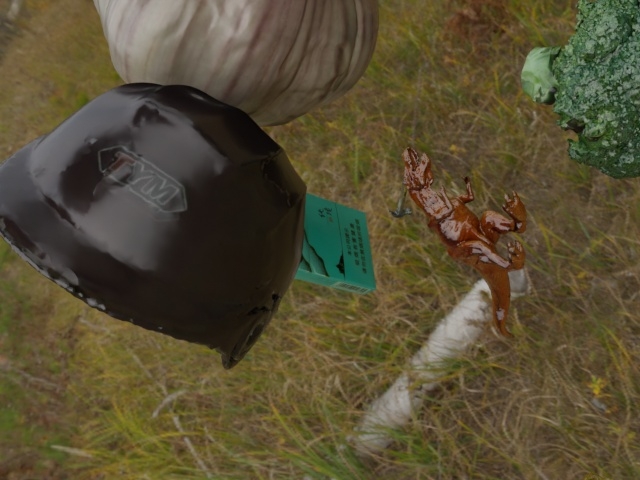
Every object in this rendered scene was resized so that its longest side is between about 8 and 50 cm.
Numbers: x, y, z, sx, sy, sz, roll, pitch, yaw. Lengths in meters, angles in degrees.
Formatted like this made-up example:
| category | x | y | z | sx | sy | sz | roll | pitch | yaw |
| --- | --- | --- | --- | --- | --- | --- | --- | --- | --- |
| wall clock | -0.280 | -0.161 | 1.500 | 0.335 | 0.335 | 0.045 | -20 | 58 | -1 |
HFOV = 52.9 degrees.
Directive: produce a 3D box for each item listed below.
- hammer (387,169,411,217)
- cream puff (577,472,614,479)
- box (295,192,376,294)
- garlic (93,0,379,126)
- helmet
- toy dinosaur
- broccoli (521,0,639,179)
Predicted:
| category | x | y | z | sx | sy | sz | roll | pitch | yaw |
| --- | --- | --- | --- | --- | --- | --- | --- | --- | --- |
| hammer | 0.195 | -0.124 | 1.507 | 0.182 | 0.062 | 0.017 | 94 | 153 | -42 |
| cream puff | 0.351 | 0.344 | 0.825 | 0.083 | 0.083 | 0.058 | 50 | 145 | 43 |
| box | 0.000 | 0.000 | 1.137 | 0.042 | 0.226 | 0.161 | -31 | 55 | 39 |
| garlic | -0.079 | -0.261 | 0.672 | 0.259 | 0.317 | 0.318 | -49 | 38 | 44 |
| helmet | -0.107 | -0.030 | 0.518 | 0.177 | 0.225 | 0.305 | -53 | 0 | -6 |
| toy dinosaur | 0.285 | 0.017 | 1.113 | 0.097 | 0.432 | 0.208 | -37 | 11 | -27 |
| broccoli | 0.386 | -0.213 | 0.840 | 0.270 | 0.269 | 0.270 | 29 | 94 | 50 |
